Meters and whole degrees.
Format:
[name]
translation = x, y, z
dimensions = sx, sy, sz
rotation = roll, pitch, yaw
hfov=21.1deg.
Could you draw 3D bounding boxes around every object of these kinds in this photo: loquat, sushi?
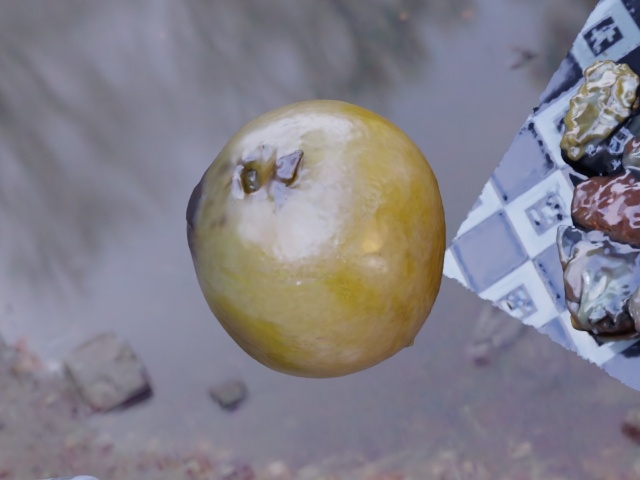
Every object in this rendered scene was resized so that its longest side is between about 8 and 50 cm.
[loquat]
translation = 0.000, 0.000, 0.934
dimensions = 0.137, 0.163, 0.163
rotation = -17, 36, 17
[sushi]
translation = 0.250, -0.050, 1.335
dimensions = 0.294, 0.059, 0.292
rotation = 33, 89, 40

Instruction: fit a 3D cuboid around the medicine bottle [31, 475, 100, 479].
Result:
[medicine bottle]
translation = -0.250, 0.298, 1.673
dimensions = 0.215, 0.135, 0.135
rotation = -8, 38, 14
